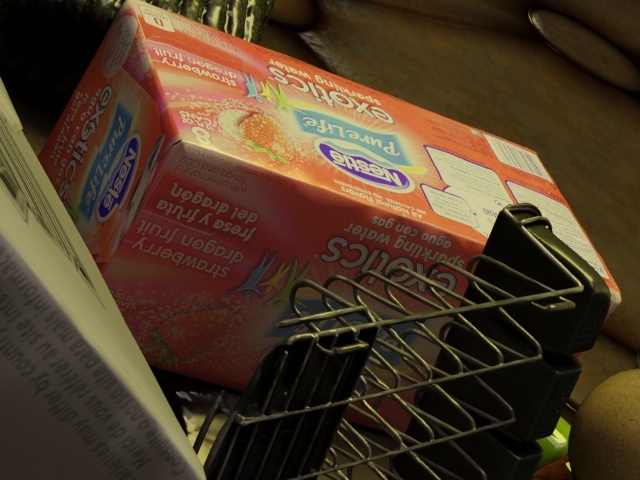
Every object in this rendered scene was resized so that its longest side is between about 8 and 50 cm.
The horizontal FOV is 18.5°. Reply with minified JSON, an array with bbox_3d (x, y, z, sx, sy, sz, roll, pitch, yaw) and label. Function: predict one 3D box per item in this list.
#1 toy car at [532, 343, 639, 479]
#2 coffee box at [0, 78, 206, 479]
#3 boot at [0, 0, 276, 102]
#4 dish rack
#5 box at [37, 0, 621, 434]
[{"bbox_3d":[0.182,0.118,1.075,0.155,0.188,0.149,45,27,25],"label":"toy car"},{"bbox_3d":[-0.286,-0.039,0.480,0.338,0.334,0.337,57,-1,41],"label":"coffee box"},{"bbox_3d":[-0.177,-0.216,1.304,0.348,0.131,0.260,14,59,13],"label":"boot"},{"bbox_3d":[0.016,0.096,0.894,0.074,0.208,0.271,35,26,32],"label":"dish rack"},{"bbox_3d":[0.000,0.000,1.129,0.300,0.142,0.154,18,28,-30],"label":"box"}]
